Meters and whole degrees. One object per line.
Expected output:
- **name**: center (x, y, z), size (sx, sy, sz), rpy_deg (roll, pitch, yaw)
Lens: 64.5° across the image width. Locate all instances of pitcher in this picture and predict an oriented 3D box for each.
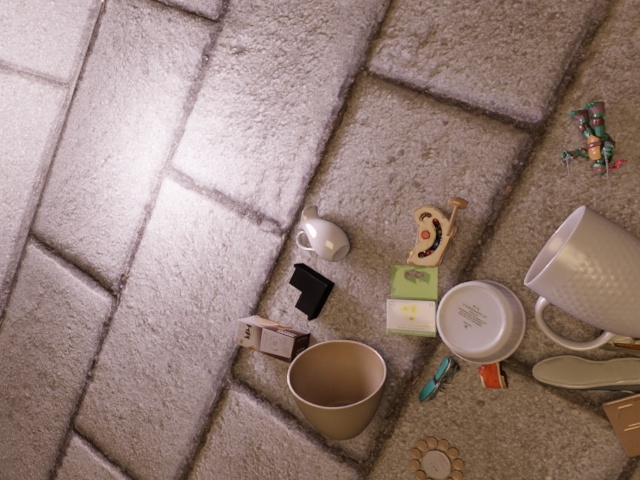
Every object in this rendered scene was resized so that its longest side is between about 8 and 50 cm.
- **pitcher**: center (0.000, 0.000, 1.854), size (0.207, 0.126, 0.177), rpy_deg (46, 129, 28)

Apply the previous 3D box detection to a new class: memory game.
- **memory game**: center (0.394, 0.761, 1.727), size (0.186, 0.012, 0.186), rpy_deg (0, 90, 25)

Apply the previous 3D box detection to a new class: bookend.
- **bookend**: center (-0.054, 0.190, 1.895), size (0.156, 0.072, 0.157), rpy_deg (31, 103, 22)

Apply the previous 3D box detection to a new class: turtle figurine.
- **turtle figurine**: center (0.796, -0.276, 1.485), size (0.175, 0.118, 0.234), rpy_deg (164, 100, -65)

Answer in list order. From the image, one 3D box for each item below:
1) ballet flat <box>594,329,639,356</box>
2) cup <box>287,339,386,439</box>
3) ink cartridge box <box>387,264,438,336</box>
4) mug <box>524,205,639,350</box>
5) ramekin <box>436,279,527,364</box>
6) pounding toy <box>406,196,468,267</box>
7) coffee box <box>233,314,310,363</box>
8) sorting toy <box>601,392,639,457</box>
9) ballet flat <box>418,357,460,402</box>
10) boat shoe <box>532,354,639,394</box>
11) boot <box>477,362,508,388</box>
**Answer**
- **ballet flat**: center (0.905, 0.294, 1.451), size (0.213, 0.068, 0.072), rpy_deg (3, 55, 26)
- **cup**: center (0.067, 0.537, 1.738), size (0.331, 0.331, 0.236), rpy_deg (5, 119, 24)
- **ink cartridge box**: center (0.315, 0.204, 1.738), size (0.171, 0.056, 0.234), rpy_deg (0, 92, 25)
- **mug**: center (0.767, 0.143, 1.420), size (0.328, 0.276, 0.374), rpy_deg (35, 114, 12)
- **ramekin**: center (0.489, 0.249, 1.584), size (0.273, 0.127, 0.272), rpy_deg (-9, 73, 31)
- **pounding toy**: center (0.356, -0.036, 1.661), size (0.154, 0.155, 0.269), rpy_deg (27, 99, 19)
- **coffee box**: center (-0.182, 0.368, 1.917), size (0.247, 0.141, 0.098), rpy_deg (14, 96, 24)
- **sorting toy**: center (0.934, 0.510, 1.440), size (0.193, 0.038, 0.208), rpy_deg (-26, 101, 23)
- **ballet flat**: center (0.402, 0.480, 1.698), size (0.070, 0.070, 0.188), rpy_deg (37, 109, 20)
- **boat shoe**: center (0.795, 0.408, 1.486), size (0.320, 0.116, 0.099), rpy_deg (-7, 126, 21)
- **boot**: center (0.542, 0.402, 1.634), size (0.085, 0.059, 0.157), rpy_deg (-14, 86, 29)
